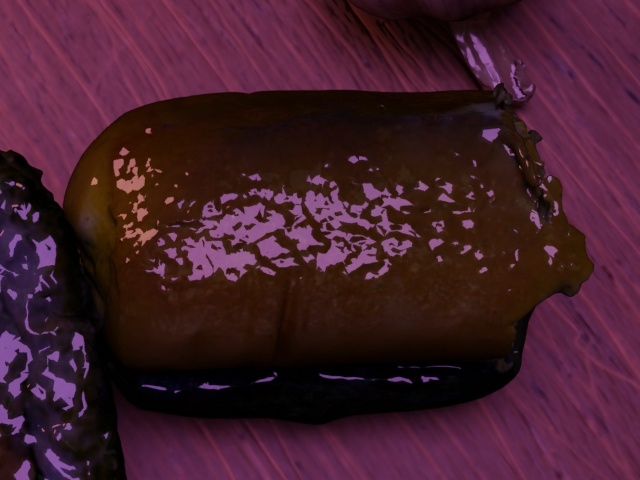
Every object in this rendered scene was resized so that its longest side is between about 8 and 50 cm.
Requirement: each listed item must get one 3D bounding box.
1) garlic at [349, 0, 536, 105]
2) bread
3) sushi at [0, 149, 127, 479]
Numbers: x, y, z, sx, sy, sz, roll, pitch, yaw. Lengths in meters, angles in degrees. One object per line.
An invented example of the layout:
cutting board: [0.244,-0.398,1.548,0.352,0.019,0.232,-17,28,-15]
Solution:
garlic: [0.128,-0.232,1.143,0.245,0.245,0.253,-28,110,-18]
bread: [0.000,0.000,1.006,0.377,0.208,0.251,-2,64,-5]
sushi: [-0.287,0.105,0.893,0.294,0.178,0.351,-14,81,-13]
